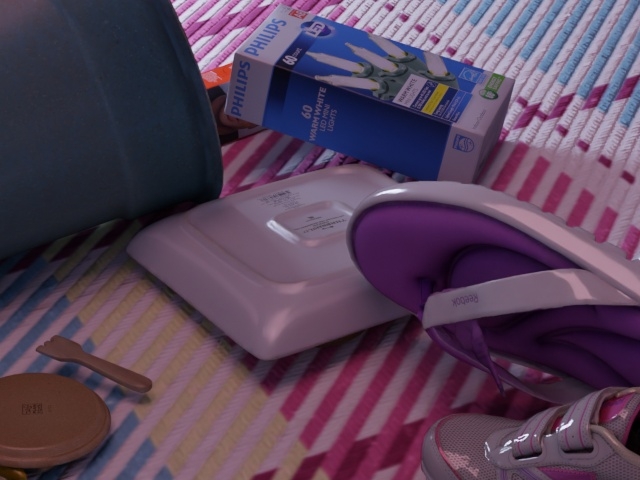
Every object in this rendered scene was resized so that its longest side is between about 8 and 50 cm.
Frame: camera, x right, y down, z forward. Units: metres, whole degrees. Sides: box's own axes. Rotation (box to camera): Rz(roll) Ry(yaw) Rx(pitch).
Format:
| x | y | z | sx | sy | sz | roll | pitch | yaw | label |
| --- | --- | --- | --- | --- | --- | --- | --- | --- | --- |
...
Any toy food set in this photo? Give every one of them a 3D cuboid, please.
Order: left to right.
| x | y | z | sx | sy | sz | roll | pitch | yaw | label |
| --- | --- | --- | --- | --- | --- | --- | --- | --- | --- |
| -0.232 | 0.148 | 1.292 | 0.132 | 0.038 | 0.192 | 21 | 33 | 28 | toy food set |

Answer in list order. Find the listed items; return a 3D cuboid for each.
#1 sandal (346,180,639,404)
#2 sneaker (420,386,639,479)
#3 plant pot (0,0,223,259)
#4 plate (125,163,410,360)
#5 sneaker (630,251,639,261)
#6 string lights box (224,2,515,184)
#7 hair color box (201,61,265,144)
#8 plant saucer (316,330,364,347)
| x | y | z | sx | sy | sz | roll | pitch | yaw | label |
| --- | --- | --- | --- | --- | --- | --- | --- | --- | --- |
| 0.169 | 0.069 | 1.205 | 0.416 | 0.169 | 0.102 | 23 | 50 | 33 | sandal |
| 0.190 | 0.147 | 1.128 | 0.252 | 0.111 | 0.103 | 7 | 32 | 22 | sneaker |
| -0.315 | -0.122 | 1.509 | 0.334 | 0.341 | 0.341 | -26 | 34 | -18 | plant pot |
| 0.000 | 0.000 | 1.467 | 0.277 | 0.045 | 0.278 | -18 | 28 | -26 | plate |
| 0.331 | 0.063 | 1.277 | 0.232 | 0.090 | 0.115 | 18 | 41 | 38 | sneaker |
| 0.050 | -0.143 | 1.634 | 0.260 | 0.076 | 0.133 | 19 | 35 | 10 | string lights box |
| -0.107 | -0.143 | 1.733 | 0.141 | 0.072 | 0.043 | -24 | 33 | -27 | hair color box |
| 0.001 | 0.064 | 1.407 | 0.083 | 0.015 | 0.083 | -5 | 30 | 3 | plant saucer |
